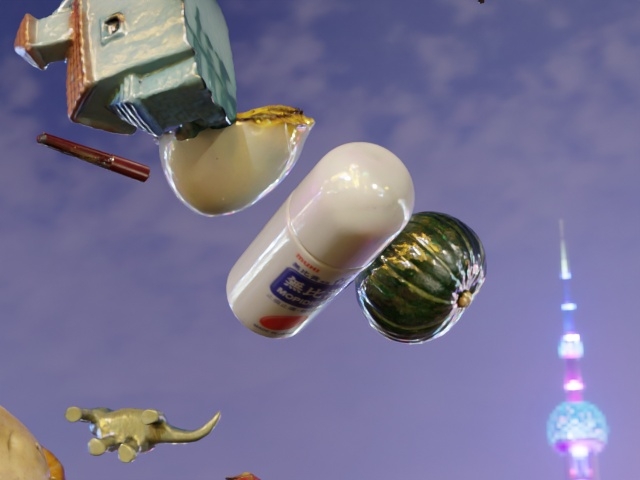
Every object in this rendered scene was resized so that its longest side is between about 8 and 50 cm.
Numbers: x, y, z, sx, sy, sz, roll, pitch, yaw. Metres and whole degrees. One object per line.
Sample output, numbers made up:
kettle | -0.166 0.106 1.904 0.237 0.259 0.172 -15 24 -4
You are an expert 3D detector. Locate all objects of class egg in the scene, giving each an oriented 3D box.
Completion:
egg | -0.147 -0.139 1.985 0.286 0.174 0.264 -13 2 -19

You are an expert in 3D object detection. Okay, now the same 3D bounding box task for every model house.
model house | -0.330 -0.290 1.815 0.329 0.295 0.252 -14 -27 7

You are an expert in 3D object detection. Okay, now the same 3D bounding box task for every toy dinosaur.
toy dinosaur | -0.235 0.243 1.454 0.248 0.075 0.188 -5 -2 11

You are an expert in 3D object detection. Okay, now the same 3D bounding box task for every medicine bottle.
medicine bottle | 0.000 0.000 1.338 0.130 0.130 0.341 13 -32 -21

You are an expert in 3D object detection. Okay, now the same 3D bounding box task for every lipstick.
lipstick | -0.322 -0.118 1.546 0.176 0.027 0.027 18 -31 -39

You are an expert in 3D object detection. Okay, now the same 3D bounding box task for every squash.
squash | 0.152 0.053 1.649 0.172 0.218 0.218 26 -9 38

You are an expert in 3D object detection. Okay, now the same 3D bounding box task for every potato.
potato | -0.371 0.233 1.159 0.128 0.235 0.161 -30 6 9

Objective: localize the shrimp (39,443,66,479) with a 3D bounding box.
shrimp | -0.525 0.356 1.756 0.249 0.150 0.068 31 -58 9

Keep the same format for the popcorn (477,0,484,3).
popcorn | 0.278 -0.468 1.788 0.167 0.148 0.152 11 -64 26

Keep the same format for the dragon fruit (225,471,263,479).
dragon fruit | -0.094 0.452 1.763 0.246 0.125 0.125 28 1 -38
